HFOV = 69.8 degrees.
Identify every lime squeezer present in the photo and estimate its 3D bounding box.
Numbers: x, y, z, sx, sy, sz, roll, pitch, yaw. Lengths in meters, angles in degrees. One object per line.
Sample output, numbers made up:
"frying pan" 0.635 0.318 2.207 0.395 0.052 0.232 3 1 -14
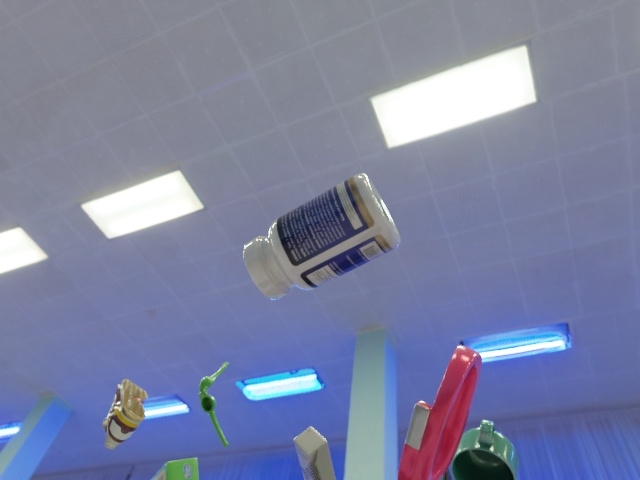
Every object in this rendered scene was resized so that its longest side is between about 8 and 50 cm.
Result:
"lime squeezer" -0.349 0.514 1.490 0.059 0.310 0.110 -28 -52 10

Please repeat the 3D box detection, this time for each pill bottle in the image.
"pill bottle" 0.000 0.000 0.853 0.265 0.153 0.153 -28 -63 13

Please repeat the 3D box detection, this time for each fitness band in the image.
"fitness band" 0.219 0.326 0.818 0.054 0.209 0.290 22 -70 33

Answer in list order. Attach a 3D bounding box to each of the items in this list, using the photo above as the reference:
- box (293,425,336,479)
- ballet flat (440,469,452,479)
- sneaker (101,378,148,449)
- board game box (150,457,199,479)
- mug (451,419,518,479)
"box" -0.018 0.874 1.796 0.113 0.094 0.274 23 -48 49
"ballet flat" 0.306 0.685 1.194 0.096 0.280 0.095 43 -54 -18
"sneaker" -0.404 0.348 0.929 0.070 0.185 0.083 41 -100 -15
"board game box" -0.237 0.472 0.648 0.046 0.213 0.317 8 -44 -33
"mug" 0.359 0.459 0.973 0.130 0.097 0.157 37 -62 13
